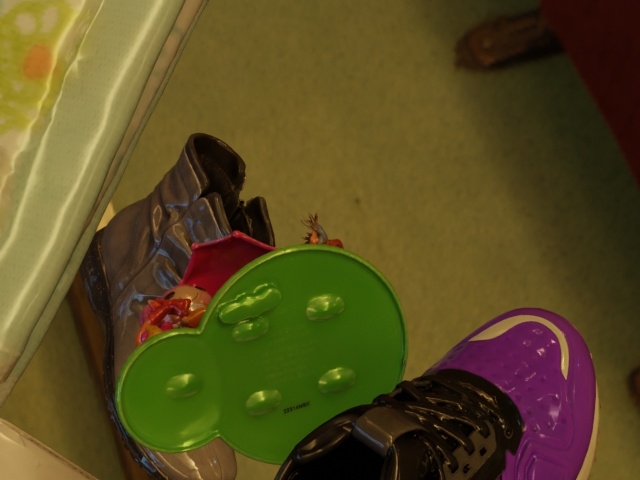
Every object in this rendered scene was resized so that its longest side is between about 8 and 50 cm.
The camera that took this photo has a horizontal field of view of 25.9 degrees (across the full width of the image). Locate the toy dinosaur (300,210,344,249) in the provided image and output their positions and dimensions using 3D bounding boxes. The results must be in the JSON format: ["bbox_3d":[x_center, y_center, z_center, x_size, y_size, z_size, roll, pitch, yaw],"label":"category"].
[{"bbox_3d":[0.000,0.000,1.417,0.090,0.047,0.082,14,19,-20],"label":"toy dinosaur"}]

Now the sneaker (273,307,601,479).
[{"bbox_3d":[0.050,0.120,0.697,0.102,0.146,0.293,23,56,30],"label":"sneaker"}]

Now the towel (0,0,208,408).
[{"bbox_3d":[-0.198,-0.139,0.536,0.320,0.090,0.374,22,68,1],"label":"towel"}]

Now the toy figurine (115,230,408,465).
[{"bbox_3d":[-0.057,0.054,0.842,0.173,0.130,0.159,-16,18,-18],"label":"toy figurine"}]

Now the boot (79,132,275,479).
[{"bbox_3d":[-0.125,0.075,1.408,0.118,0.222,0.338,0,58,-49],"label":"boot"}]

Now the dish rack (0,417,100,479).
[{"bbox_3d":[-0.341,0.340,1.598,0.332,0.072,0.285,30,35,9],"label":"dish rack"}]
